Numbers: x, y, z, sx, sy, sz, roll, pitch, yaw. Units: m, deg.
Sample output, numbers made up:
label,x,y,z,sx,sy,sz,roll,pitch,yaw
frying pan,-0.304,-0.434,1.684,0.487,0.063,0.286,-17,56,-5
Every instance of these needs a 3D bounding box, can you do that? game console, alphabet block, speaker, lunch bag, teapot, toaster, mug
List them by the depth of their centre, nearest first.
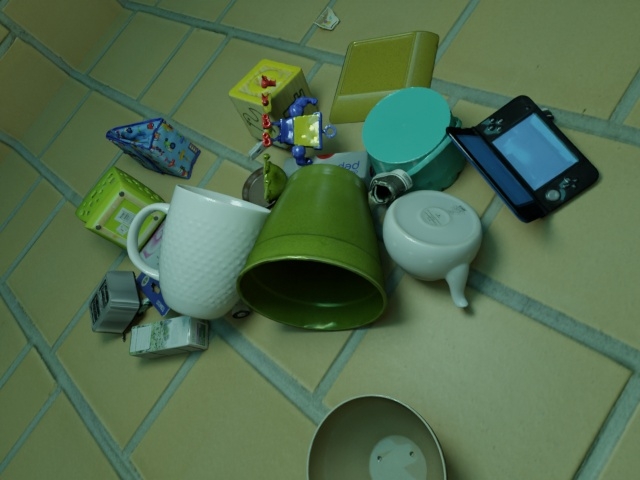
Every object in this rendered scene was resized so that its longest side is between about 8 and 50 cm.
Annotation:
label,x,y,z,sx,sy,sz,roll,pitch,yaw
game console,0.483,-0.207,1.063,0.250,0.173,0.293,-36,74,7
teapot,0.266,0.006,1.117,0.253,0.187,0.256,14,46,12
mug,-0.355,0.024,1.253,0.375,0.276,0.327,17,96,0
speaker,-0.255,0.167,1.371,0.055,0.055,0.136,-27,58,14
toaster,-0.692,0.216,1.506,0.168,0.110,0.185,-49,50,26
alphabet block,-0.153,-0.461,1.508,0.193,0.197,0.193,25,69,33
lunch bag,-0.656,-0.352,1.713,0.294,0.221,0.138,8,71,29

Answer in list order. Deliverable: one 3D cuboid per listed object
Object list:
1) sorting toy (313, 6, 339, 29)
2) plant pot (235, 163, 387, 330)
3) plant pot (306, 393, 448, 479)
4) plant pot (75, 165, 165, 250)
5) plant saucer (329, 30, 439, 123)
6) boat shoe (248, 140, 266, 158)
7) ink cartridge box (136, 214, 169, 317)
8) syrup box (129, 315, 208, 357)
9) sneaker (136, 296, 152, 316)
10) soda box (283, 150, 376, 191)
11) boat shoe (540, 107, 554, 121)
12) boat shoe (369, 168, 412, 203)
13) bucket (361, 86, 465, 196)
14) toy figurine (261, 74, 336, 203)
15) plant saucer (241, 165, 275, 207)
label,x,y,z,sx,sy,sz,roll,pitch,yaw
sorting toy,0.030,-0.838,1.708,0.075,0.045,0.083,39,87,27
plant pot,0.000,0.000,1.174,0.367,0.366,0.352,-8,52,23
plant pot,0.138,0.482,0.945,0.285,0.191,0.283,-11,64,22
plant pot,-0.691,-0.098,1.576,0.227,0.228,0.207,-53,36,-3
plant saucer,0.196,-0.553,1.467,0.333,0.081,0.332,4,69,27
boat shoe,-0.219,-0.338,1.602,0.100,0.035,0.035,-43,58,11
ink cartridge box,-0.508,0.046,1.499,0.324,0.071,0.330,25,78,49
syrup box,-0.471,0.303,1.390,0.237,0.096,0.093,-14,64,20
sneaker,-0.616,0.208,1.542,0.098,0.038,0.069,-42,57,3
soda box,0.023,-0.204,1.382,0.287,0.091,0.097,0,67,27
boat shoe,0.559,-0.309,1.193,0.125,0.046,0.038,-23,54,6
boat shoe,0.165,-0.136,1.185,0.070,0.219,0.077,-39,94,-11
bucket,0.258,-0.271,1.240,0.282,0.183,0.280,-11,64,23
toy figurine,-0.058,-0.289,1.286,0.218,0.191,0.361,-2,95,-6
plant saucer,-0.189,-0.175,1.514,0.169,0.029,0.168,-11,62,21
